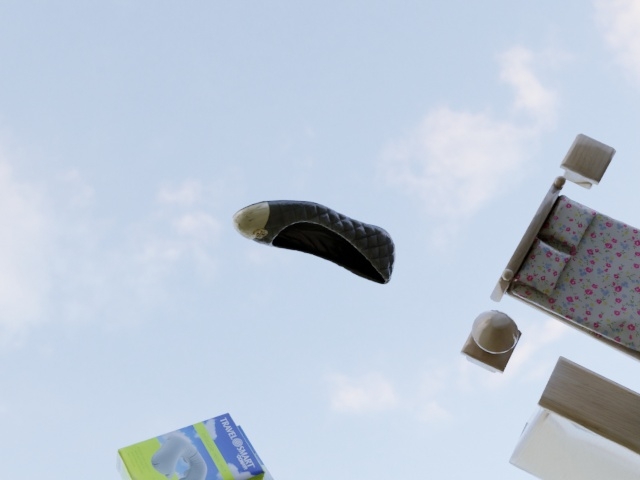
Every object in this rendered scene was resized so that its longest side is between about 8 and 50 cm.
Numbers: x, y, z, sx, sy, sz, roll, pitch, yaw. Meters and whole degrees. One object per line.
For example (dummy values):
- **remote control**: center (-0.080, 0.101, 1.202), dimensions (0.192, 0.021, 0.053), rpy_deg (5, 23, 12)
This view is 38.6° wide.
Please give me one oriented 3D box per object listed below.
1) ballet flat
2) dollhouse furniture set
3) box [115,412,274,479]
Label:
- **ballet flat**: center (0.000, 0.000, 0.834), dimensions (0.173, 0.049, 0.057), rpy_deg (13, -35, -29)
- **dollhouse furniture set**: center (0.319, 0.060, 0.832), dimensions (0.303, 0.355, 0.174), rpy_deg (27, -24, 14)
- **box**: center (-0.155, 0.288, 1.159), dimensions (0.178, 0.109, 0.042), rpy_deg (-14, -43, -30)
